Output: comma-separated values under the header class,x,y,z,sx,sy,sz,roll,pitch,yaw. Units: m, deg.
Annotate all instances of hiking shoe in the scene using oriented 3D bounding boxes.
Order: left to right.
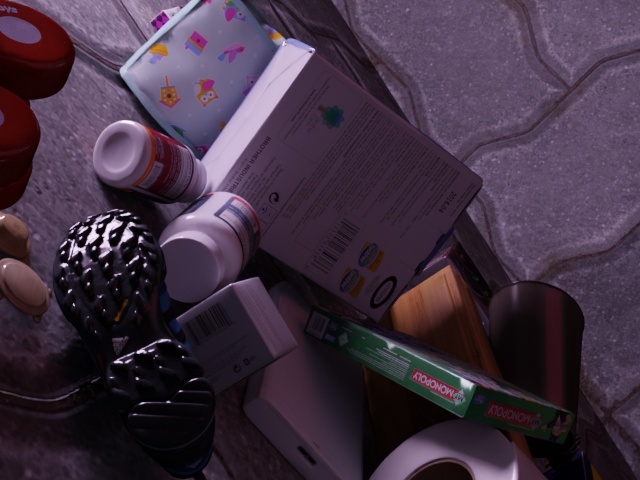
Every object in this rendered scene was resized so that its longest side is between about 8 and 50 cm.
class,x,y,z,sx,sy,sz,roll,pitch,yaw
hiking shoe,-0.187,0.102,0.944,0.132,0.113,0.304,88,-20,-49

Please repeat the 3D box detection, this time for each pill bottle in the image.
class,x,y,z,sx,sy,sz,roll,pitch,yaw
pill bottle,-0.214,-0.095,1.226,0.086,0.086,0.152,62,17,22
pill bottle,-0.143,0.010,1.185,0.108,0.108,0.180,53,17,-7

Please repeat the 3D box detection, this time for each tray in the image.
class,x,y,z,sx,sy,sz,roll,pitch,yaw
tray,0.174,0.229,1.475,0.076,0.203,0.411,45,19,-30

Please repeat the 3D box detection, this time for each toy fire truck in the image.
class,x,y,z,sx,sy,sz,roll,pitch,yaw
toy fire truck,-0.355,-0.100,0.759,0.254,0.169,0.302,22,36,-16

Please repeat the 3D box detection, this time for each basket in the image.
class,x,y,z,sx,sy,sz,roll,pitch,yaw
basket,0.339,0.215,1.512,0.204,0.154,0.227,61,31,-43

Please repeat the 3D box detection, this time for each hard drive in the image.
class,x,y,z,sx,sy,sz,roll,pitch,yaw
hard drive,-0.013,0.202,1.298,0.203,0.040,0.307,50,18,-17

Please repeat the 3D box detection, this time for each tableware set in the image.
class,x,y,z,sx,sy,sz,roll,pitch,yaw
tableware set,-0.316,0.000,0.881,0.168,0.020,0.141,39,22,-41

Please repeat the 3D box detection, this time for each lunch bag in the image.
class,x,y,z,sx,sy,sz,roll,pitch,yaw
lunch bag,-0.144,-0.240,1.454,0.262,0.223,0.160,46,13,-24

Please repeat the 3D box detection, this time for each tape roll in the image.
class,x,y,z,sx,sy,sz,roll,pitch,yaw
tape roll,0.178,0.365,1.161,0.169,0.246,0.246,48,18,-25

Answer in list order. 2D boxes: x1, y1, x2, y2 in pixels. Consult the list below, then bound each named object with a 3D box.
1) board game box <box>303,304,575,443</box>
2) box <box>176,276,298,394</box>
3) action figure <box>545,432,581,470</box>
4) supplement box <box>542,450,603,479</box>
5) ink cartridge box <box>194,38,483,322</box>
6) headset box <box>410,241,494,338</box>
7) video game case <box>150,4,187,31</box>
class,x,y,z,sx,sy,sz,roll,pitch,yaw
board game box,0.152,0.175,1.279,0.213,0.046,0.317,22,0,-40
box,-0.102,0.112,1.115,0.102,0.101,0.087,59,17,5
action figure,0.305,0.303,1.657,0.275,0.141,0.164,18,21,-14
supplement box,0.473,0.584,1.639,0.356,0.194,0.195,55,17,-3
ink cartridge box,0.043,-0.067,1.394,0.395,0.270,0.151,34,8,-23
headset box,0.319,0.136,2.208,0.218,0.110,0.293,57,17,3
video game case,-0.204,-0.333,1.777,0.232,0.042,0.210,53,17,-10
